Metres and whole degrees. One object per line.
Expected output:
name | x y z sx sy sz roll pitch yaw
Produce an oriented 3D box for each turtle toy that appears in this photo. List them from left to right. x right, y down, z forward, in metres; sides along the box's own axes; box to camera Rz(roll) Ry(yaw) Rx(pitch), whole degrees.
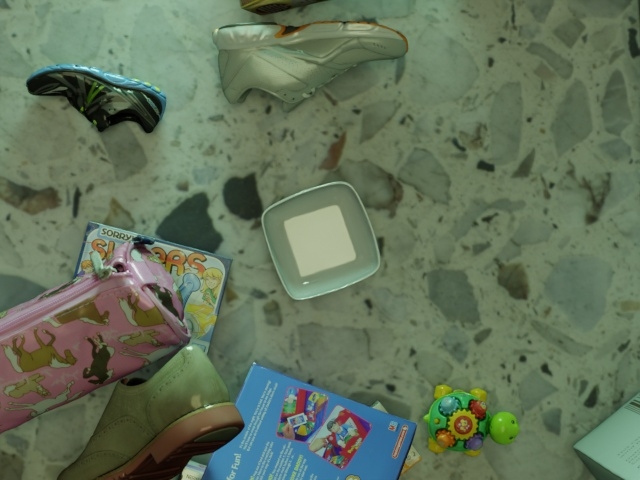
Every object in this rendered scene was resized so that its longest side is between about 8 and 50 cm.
turtle toy | 0.205 0.249 1.828 0.130 0.066 0.095 6 89 -3

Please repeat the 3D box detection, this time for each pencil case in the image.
pencil case | -0.362 0.139 1.722 0.386 0.160 0.167 -26 102 7

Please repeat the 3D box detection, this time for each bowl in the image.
bowl | 0.000 0.000 1.825 0.142 0.053 0.142 -20 91 -3

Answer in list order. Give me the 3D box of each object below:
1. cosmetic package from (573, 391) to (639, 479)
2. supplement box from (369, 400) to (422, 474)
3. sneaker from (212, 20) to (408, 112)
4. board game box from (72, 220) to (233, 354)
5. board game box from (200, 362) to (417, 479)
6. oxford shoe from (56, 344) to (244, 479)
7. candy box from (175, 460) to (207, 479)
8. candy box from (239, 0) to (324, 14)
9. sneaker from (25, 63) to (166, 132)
cosmetic package | 0.601 0.336 1.723 0.329 0.327 0.393 -40 93 -3
supplement box | 0.084 0.276 1.835 0.062 0.036 0.098 -37 91 -4
sneaker | -0.012 -0.235 1.816 0.262 0.099 0.121 -2 97 4
board game box | -0.232 0.064 1.818 0.201 0.035 0.136 14 89 -3
board game box | -0.045 0.354 1.704 0.233 0.078 0.347 20 61 8
oxford shoe | -0.232 0.244 1.723 0.348 0.123 0.130 -33 69 35
candy box | -0.139 0.412 1.802 0.165 0.070 0.196 18 88 -4
candy box | 0.038 -0.421 1.770 0.317 0.087 0.182 -10 89 15
sneaker | -0.303 -0.188 1.801 0.188 0.067 0.078 13 82 -6
